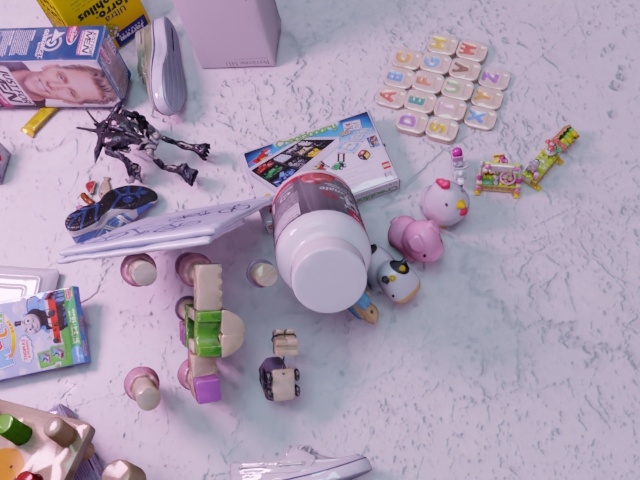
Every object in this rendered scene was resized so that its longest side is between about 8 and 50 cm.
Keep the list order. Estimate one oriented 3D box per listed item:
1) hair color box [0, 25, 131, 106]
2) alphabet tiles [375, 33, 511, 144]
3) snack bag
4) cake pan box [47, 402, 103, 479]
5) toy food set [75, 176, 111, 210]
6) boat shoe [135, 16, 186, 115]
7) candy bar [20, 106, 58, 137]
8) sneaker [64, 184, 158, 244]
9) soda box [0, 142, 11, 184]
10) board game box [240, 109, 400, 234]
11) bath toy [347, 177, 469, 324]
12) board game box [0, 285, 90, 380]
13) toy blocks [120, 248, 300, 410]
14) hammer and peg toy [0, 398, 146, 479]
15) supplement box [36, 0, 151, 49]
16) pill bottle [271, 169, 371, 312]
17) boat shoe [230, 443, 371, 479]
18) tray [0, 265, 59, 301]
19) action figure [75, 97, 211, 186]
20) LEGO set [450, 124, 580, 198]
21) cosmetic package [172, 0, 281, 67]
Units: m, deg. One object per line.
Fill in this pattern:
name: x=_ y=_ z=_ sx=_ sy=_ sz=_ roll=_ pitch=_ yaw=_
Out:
hair color box: x=-0.643 y=-0.401 z=1.723 sx=0.348 sy=0.174 sz=0.105 roll=0 pitch=64 yaw=8
alphabet tiles: x=0.280 y=-0.352 z=1.690 sx=0.278 sy=0.021 sz=0.284 roll=17 pitch=68 yaw=15
snack bag: x=-0.285 y=-0.023 z=1.444 sx=0.323 sy=0.342 sz=0.037 roll=-9 pitch=100 yaw=17
cake pan box: x=-0.524 y=0.480 z=1.372 sx=0.246 sy=0.070 sz=0.267 roll=-36 pitch=65 yaw=-8
toy food set: x=-0.514 y=-0.090 z=1.666 sx=0.078 sy=0.019 sz=0.122 roll=-8 pitch=64 yaw=3
boat shoe: x=-0.388 y=-0.407 z=1.768 sx=0.094 sy=0.109 sz=0.302 roll=-20 pitch=54 yaw=15
candy bar: x=-0.659 y=-0.316 z=1.792 sx=0.040 sy=0.018 sz=0.161 roll=32 pitch=72 yaw=19
sneaker: x=-0.452 y=-0.054 z=1.615 sx=0.211 sy=0.081 sz=0.080 roll=-28 pitch=47 yaw=-26
soda box: x=-0.883 y=-0.193 z=1.719 sx=0.287 sy=0.098 sz=0.091 roll=2 pitch=66 yaw=9
board game box: x=-0.002 y=-0.152 z=1.612 sx=0.306 sy=0.053 sz=0.192 roll=-19 pitch=65 yaw=-2
bath toy: x=0.177 y=0.006 z=1.474 sx=0.151 sy=0.129 sz=0.348 roll=38 pitch=74 yaw=22
board game box: x=-0.589 y=0.192 z=1.509 sx=0.212 sy=0.039 sz=0.160 roll=-12 pitch=82 yaw=2
toy blocks: x=-0.226 y=0.160 z=1.426 sx=0.309 sy=0.260 sz=0.288 roll=-1 pitch=93 yaw=-19
hammer and peg toy: x=-0.502 y=0.420 z=1.252 sx=0.362 sy=0.127 sz=0.265 roll=9 pitch=57 yaw=22
supplement box: x=-0.580 y=-0.623 z=1.740 sx=0.195 sy=0.356 sz=0.194 roll=-40 pitch=66 yaw=-12
pill bottle: x=0.000 y=0.000 z=1.393 sx=0.177 sy=0.176 sz=0.318 roll=-14 pitch=27 yaw=1
boat shoe: x=-0.040 y=0.408 z=1.329 sx=0.258 sy=0.095 sz=0.084 roll=-12 pitch=68 yaw=0
tray: x=-0.702 y=0.118 z=1.574 sx=0.271 sy=0.030 sz=0.145 roll=3 pitch=70 yaw=6
action figure: x=-0.396 y=-0.205 z=1.644 sx=0.276 sy=0.141 sz=0.164 roll=20 pitch=70 yaw=-1
LEGO set: x=0.419 y=-0.172 z=1.539 sx=0.287 sy=0.107 sz=0.132 roll=-15 pitch=64 yaw=0
cosmetic package: x=-0.218 y=-0.562 z=1.661 sx=0.197 sy=0.365 sz=0.155 roll=-1 pitch=63 yaw=10
